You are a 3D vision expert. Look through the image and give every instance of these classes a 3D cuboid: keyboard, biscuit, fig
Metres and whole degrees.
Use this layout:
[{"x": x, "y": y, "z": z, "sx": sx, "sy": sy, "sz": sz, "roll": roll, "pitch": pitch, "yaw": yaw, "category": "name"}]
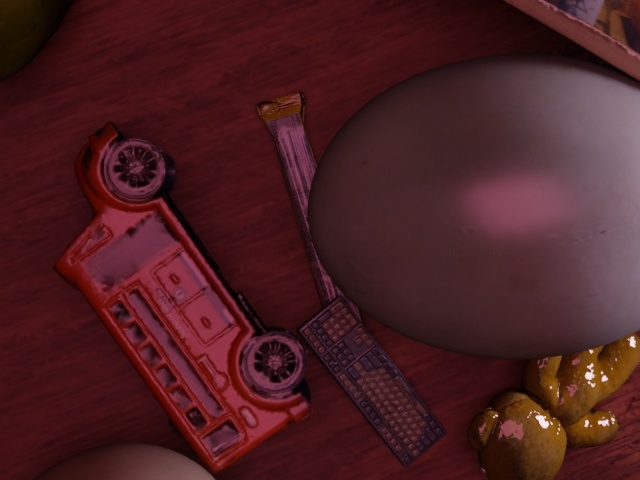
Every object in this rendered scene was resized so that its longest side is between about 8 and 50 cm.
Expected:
[{"x": 0.050, "y": 0.137, "z": 1.719, "sx": 0.055, "sy": 0.014, "sz": 0.176, "roll": -39, "pitch": 102, "yaw": -6, "category": "keyboard"}, {"x": 0.000, "y": 0.000, "z": 1.732, "sx": 0.048, "sy": 0.026, "sz": 0.292, "roll": -16, "pitch": 90, "yaw": -4, "category": "biscuit"}, {"x": -0.310, "y": -0.245, "z": 1.666, "sx": 0.191, "sy": 0.181, "sz": 0.181, "roll": -31, "pitch": 89, "yaw": -22, "category": "fig"}]

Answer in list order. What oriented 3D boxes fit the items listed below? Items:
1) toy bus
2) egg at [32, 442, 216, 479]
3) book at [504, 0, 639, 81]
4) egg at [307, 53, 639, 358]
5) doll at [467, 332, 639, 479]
[{"x": -0.141, "y": 0.050, "z": 1.674, "sx": 0.153, "sy": 0.143, "sz": 0.329, "roll": -35, "pitch": 91, "yaw": -1, "category": "toy bus"}, {"x": -0.192, "y": 0.300, "z": 1.626, "sx": 0.269, "sy": 0.219, "sz": 0.219, "roll": -28, "pitch": 89, "yaw": 30, "category": "egg"}, {"x": 0.254, "y": -0.250, "z": 1.646, "sx": 0.374, "sy": 0.262, "sz": 0.028, "roll": 30, "pitch": 126, "yaw": 0, "category": "book"}, {"x": 0.183, "y": -0.031, "z": 1.610, "sx": 0.388, "sy": 0.276, "sz": 0.276, "roll": -5, "pitch": 89, "yaw": -2, "category": "egg"}, {"x": 0.222, "y": 0.151, "z": 1.714, "sx": 0.209, "sy": 0.097, "sz": 0.137, "roll": -44, "pitch": 122, "yaw": -16, "category": "doll"}]
